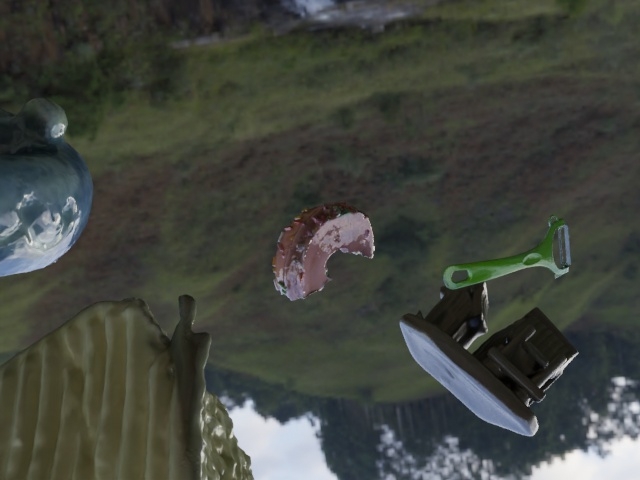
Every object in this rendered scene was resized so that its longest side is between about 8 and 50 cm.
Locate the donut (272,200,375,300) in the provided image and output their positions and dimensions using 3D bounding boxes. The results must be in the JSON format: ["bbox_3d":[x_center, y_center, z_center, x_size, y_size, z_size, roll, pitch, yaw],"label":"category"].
[{"bbox_3d":[0.000,0.000,1.297,0.166,0.117,0.065,-31,-143,-35],"label":"donut"}]

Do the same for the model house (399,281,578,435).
[{"bbox_3d":[0.237,0.146,1.312,0.229,0.122,0.188,41,-123,20],"label":"model house"}]

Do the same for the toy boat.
[{"bbox_3d":[-0.307,-0.070,0.734,0.215,0.123,0.330,33,-167,36],"label":"toy boat"}]

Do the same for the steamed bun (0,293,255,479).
[{"bbox_3d":[-0.135,0.226,0.680,0.273,0.272,0.290,-24,-136,9],"label":"steamed bun"}]

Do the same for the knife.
[{"bbox_3d":[0.221,0.022,1.133,0.166,0.078,0.022,-14,-167,-17],"label":"knife"}]
